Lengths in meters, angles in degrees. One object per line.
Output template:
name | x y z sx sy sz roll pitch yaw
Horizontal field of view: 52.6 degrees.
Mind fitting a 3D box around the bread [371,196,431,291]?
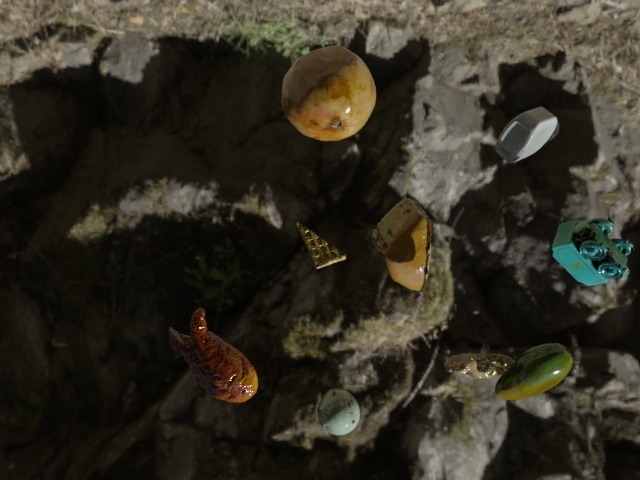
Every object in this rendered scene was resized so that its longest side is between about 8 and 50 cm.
bread | 0.243 0.022 1.884 0.162 0.262 0.204 -7 -156 -9

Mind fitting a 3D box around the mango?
mango | 0.489 0.300 1.476 0.122 0.085 0.191 5 141 -35

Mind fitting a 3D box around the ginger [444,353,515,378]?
ginger | 0.372 0.311 1.601 0.149 0.065 0.258 -7 171 38

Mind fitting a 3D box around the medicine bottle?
medicine bottle | 0.483 -0.246 1.486 0.183 0.069 0.119 -22 149 -44

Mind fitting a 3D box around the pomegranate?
pomegranate | 0.017 -0.313 1.380 0.207 0.207 0.207 -1 164 0

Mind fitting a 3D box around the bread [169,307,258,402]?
bread | -0.272 0.306 1.639 0.139 0.269 0.095 -40 -170 11

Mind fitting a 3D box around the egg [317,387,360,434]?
egg | 0.050 0.512 1.959 0.131 0.131 0.164 4 -162 -19

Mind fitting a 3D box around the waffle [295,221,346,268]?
waffle | 0.000 0.000 1.820 0.097 0.153 0.023 -22 164 -11

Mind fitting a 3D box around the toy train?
toy train | 0.727 0.030 1.741 0.203 0.112 0.163 43 148 -18
